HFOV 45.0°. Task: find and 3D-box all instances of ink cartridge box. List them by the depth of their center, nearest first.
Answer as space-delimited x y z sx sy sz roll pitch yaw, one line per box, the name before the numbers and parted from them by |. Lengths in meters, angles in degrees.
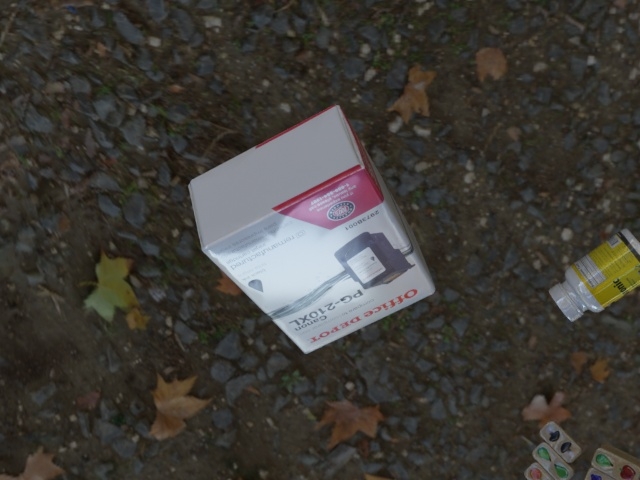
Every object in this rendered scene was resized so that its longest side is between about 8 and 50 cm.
ink cartridge box | 0.000 0.000 0.809 0.171 0.100 0.237 -26 140 9

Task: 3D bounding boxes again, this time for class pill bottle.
pill bottle | 0.332 0.044 0.913 0.116 0.065 0.065 -38 119 16

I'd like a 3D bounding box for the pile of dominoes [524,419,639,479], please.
pile of dominoes | 0.342 0.390 1.024 0.040 0.196 0.251 5 107 -59
